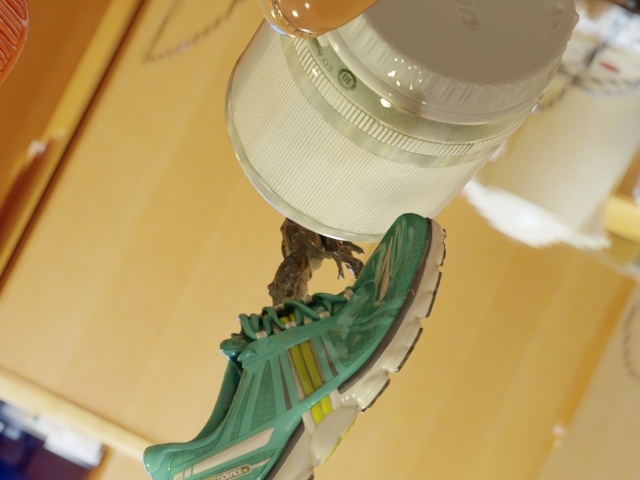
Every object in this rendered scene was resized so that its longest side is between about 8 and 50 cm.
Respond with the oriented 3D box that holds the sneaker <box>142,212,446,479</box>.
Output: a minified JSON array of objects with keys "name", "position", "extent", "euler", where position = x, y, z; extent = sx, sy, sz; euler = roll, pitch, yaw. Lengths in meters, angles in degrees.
[{"name":"sneaker","position":[-0.011,0.083,1.319],"extent":[0.110,0.275,0.107],"euler":[40,168,-4]}]

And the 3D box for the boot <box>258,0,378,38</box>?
[{"name":"boot","position":[0.112,-0.197,1.048],"extent":[0.220,0.283,0.109],"euler":[34,163,46]}]

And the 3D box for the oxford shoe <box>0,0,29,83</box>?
[{"name":"oxford shoe","position":[-0.338,-0.230,1.650],"extent":[0.132,0.364,0.130],"euler":[-22,133,17]}]

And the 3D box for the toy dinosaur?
[{"name":"toy dinosaur","position":[0.000,0.000,1.892],"extent":[0.118,0.064,0.268],"euler":[38,-152,-26]}]

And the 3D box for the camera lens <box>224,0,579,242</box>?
[{"name":"camera lens","position":[0.057,-0.141,1.549],"extent":[0.219,0.219,0.274],"euler":[27,147,-8]}]
